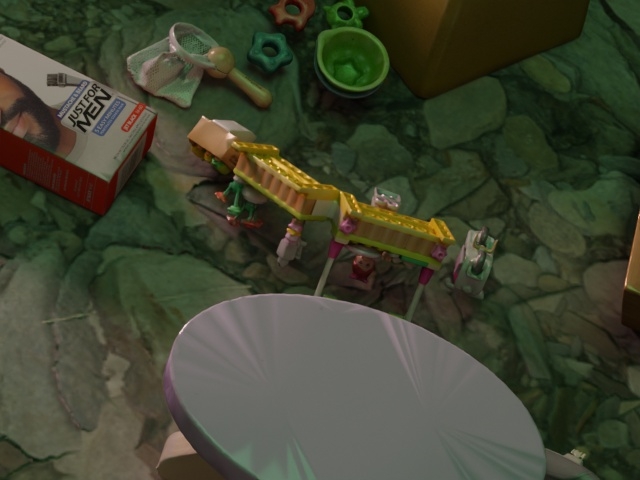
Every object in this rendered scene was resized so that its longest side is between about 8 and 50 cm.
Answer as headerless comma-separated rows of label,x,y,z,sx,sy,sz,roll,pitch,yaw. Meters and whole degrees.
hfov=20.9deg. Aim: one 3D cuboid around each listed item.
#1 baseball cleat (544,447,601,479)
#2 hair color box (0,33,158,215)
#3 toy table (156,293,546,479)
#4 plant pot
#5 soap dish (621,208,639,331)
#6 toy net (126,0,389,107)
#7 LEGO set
baseball cleat,0.210,0.246,1.322,0.206,0.072,0.109,39,61,19
hair color box,-0.233,-0.101,1.465,0.167,0.053,0.093,25,53,5
toy table,0.011,0.160,1.272,0.274,0.161,0.252,27,52,4
plant pot,0.138,-0.296,1.627,0.212,0.187,0.212,-24,64,-28
soap dish,0.387,-0.012,1.530,0.228,0.118,0.291,20,51,-1
toy net,-0.058,-0.178,1.563,0.232,0.045,0.122,-1,67,-15
LEGO set,0.000,0.000,1.450,0.287,0.107,0.132,22,17,7
